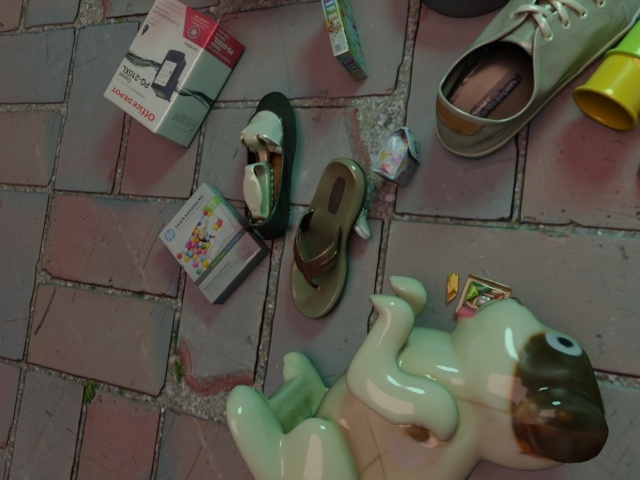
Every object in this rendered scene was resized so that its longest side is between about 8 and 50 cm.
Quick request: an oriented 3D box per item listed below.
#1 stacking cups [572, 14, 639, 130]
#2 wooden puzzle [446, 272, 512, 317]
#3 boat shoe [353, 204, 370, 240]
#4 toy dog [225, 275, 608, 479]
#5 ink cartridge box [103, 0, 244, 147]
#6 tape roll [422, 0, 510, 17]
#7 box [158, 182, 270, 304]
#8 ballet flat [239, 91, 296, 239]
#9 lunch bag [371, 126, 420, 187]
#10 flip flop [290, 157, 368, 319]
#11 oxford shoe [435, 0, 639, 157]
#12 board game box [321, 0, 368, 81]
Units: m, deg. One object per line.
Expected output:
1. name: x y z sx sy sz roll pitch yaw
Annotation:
1. stacking cups: 0.477 -0.305 0.685 0.096 0.096 0.316 37 95 22
2. wooden puzzle: 0.245 0.094 0.771 0.117 0.014 0.078 13 89 23
3. boat shoe: 0.062 -0.048 0.856 0.035 0.035 0.100 -37 65 18
4. toy dog: 0.146 0.233 0.657 0.408 0.285 0.395 -30 74 15
5. ink cartridge box: -0.289 -0.331 1.001 0.172 0.100 0.237 36 98 23
6. tape roll: 0.242 -0.476 0.808 0.220 0.072 0.218 -3 83 23
7. box: -0.204 0.005 0.961 0.145 0.038 0.186 -47 68 11
8. ballet flat: -0.094 -0.142 0.898 0.096 0.096 0.280 -5 82 23
9. lunch bag: 0.129 -0.134 0.816 0.053 0.071 0.083 27 94 25
10. flip flop: 0.000 0.000 0.828 0.112 0.080 0.276 29 113 29
11. oxford shoe: 0.330 -0.314 0.722 0.169 0.130 0.449 44 100 23
12. board game box: 0.037 -0.363 0.864 0.026 0.103 0.153 -16 78 21
